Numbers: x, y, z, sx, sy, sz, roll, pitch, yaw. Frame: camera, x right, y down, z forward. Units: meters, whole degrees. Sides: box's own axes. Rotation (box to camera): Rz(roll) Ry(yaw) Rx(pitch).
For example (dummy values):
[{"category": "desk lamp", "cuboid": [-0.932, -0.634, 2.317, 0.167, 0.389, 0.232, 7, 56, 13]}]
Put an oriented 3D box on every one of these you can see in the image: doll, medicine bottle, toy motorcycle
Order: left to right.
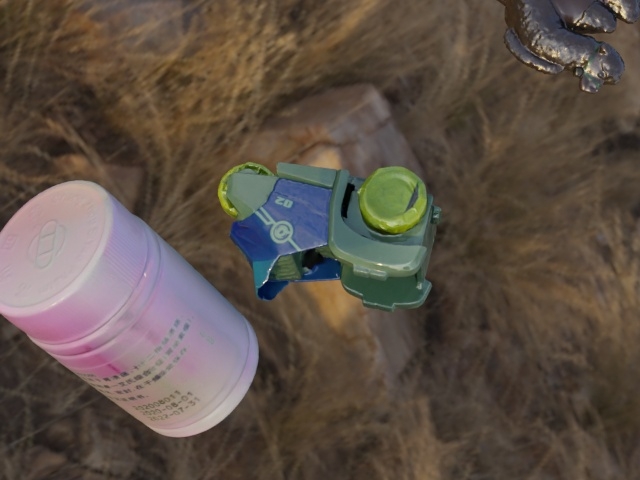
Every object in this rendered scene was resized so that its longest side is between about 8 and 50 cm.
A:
[{"category": "medicine bottle", "cuboid": [-0.186, 0.070, 1.200, 0.254, 0.152, 0.152, 49, 37, -45]}, {"category": "toy motorcycle", "cuboid": [0.000, 0.000, 1.771, 0.191, 0.327, 0.200, 70, 31, -67]}, {"category": "doll", "cuboid": [0.202, -0.193, 1.020, 0.139, 0.057, 0.165, -26, 64, -17]}]
